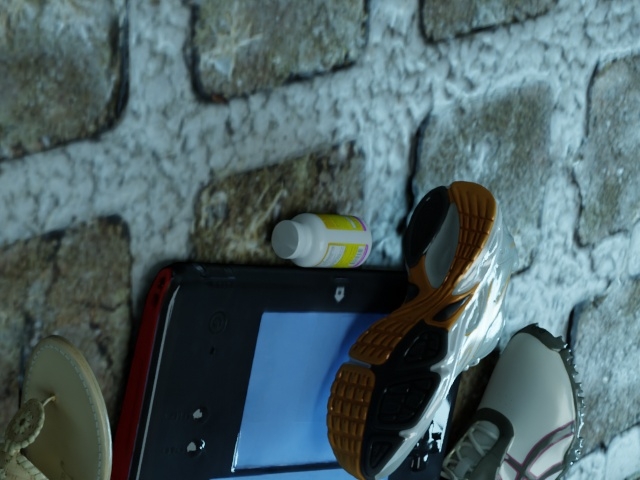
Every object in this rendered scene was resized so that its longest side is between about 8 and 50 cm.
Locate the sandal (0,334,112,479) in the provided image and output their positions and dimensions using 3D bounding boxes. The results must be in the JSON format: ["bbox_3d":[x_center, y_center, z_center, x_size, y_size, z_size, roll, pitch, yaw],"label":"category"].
[{"bbox_3d":[-0.207,0.189,1.274,0.079,0.088,0.240,-23,128,-47],"label":"sandal"}]

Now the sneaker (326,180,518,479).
[{"bbox_3d":[0.102,0.090,1.507,0.121,0.099,0.262,43,70,-50],"label":"sneaker"}]

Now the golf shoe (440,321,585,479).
[{"bbox_3d":[0.163,0.211,1.683,0.120,0.105,0.273,4,104,-41],"label":"golf shoe"}]

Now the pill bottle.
[{"bbox_3d":[0.000,0.000,1.449,0.083,0.043,0.043,3,105,-48],"label":"pill bottle"}]

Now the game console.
[{"bbox_3d":[-0.025,0.189,1.498,0.386,0.060,0.342,3,105,-49],"label":"game console"}]
